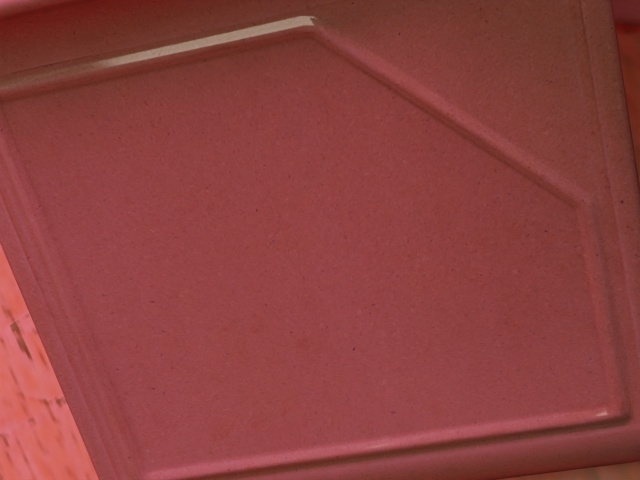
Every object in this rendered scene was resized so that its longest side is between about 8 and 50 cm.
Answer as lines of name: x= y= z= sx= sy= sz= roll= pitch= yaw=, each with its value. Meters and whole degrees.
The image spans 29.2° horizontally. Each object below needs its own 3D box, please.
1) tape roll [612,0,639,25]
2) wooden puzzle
tape roll: x=0.132 y=-0.153 z=0.359 sx=0.286 sy=0.286 sz=0.100 roll=2 pitch=82 yaw=21
wooden puzzle: x=0.000 y=0.000 z=0.432 sx=0.221 sy=0.044 sz=0.239 roll=-10 pitch=122 yaw=12
